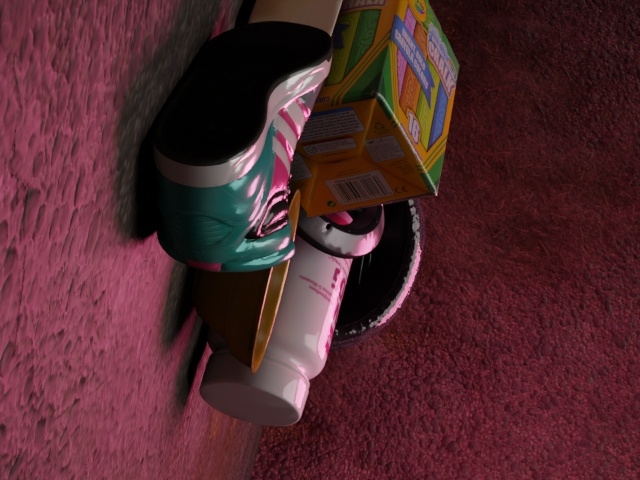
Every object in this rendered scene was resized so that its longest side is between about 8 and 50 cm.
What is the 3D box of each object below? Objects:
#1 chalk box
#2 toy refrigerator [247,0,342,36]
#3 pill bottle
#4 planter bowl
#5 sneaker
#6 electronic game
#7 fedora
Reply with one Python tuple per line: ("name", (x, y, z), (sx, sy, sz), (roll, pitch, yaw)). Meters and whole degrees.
("chalk box", (0.047, -0.202, 1.391), (0.179, 0.180, 0.288), (54, 36, -42))
("toy refrigerator", (-0.016, -0.288, 1.269), (0.102, 0.094, 0.269), (112, -4, -58))
("pill bottle", (-0.056, 0.089, 1.528), (0.160, 0.161, 0.283), (98, 7, -62))
("planter bowl", (-0.092, 0.037, 1.324), (0.217, 0.090, 0.217), (13, 90, -86))
("sneaker", (-0.063, -0.068, 1.032), (0.295, 0.124, 0.178), (-59, 159, -53))
("electronic game", (-0.001, -0.080, 1.499), (0.048, 0.229, 0.229), (-33, -155, 34))
("fedora", (0.000, 0.000, 1.780), (0.152, 0.334, 0.333), (2, -103, 62))
